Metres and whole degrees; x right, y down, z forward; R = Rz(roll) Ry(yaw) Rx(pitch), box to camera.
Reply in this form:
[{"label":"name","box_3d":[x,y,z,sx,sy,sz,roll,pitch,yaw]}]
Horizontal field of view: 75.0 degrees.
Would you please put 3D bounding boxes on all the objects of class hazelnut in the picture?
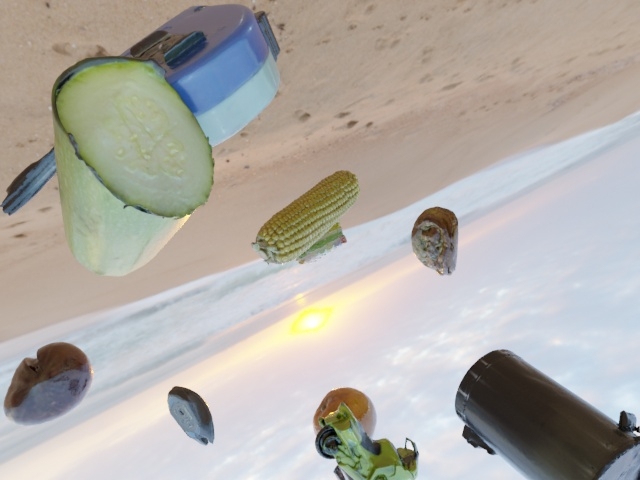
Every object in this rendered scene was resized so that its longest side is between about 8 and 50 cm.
[{"label":"hazelnut","box_3d":[-0.671,0.358,1.030,0.204,0.178,0.178,-40,178,-24]}]

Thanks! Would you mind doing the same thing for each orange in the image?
[{"label":"orange","box_3d":[0.102,0.712,1.645,0.261,0.261,0.261,-27,172,-4]}]

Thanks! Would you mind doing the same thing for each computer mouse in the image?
[{"label":"computer mouse","box_3d":[-0.249,0.342,0.826,0.079,0.135,0.047,-39,174,36]}]

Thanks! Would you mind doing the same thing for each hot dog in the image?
[{"label":"hot dog","box_3d":[0.437,0.016,1.567,0.122,0.272,0.196,-24,-144,-29]}]

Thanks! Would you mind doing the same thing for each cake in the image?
[{"label":"cake","box_3d":[-0.015,0.003,1.457,0.090,0.110,0.225,-11,163,-46]}]

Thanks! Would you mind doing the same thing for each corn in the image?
[{"label":"corn","box_3d":[-0.028,-0.068,1.219,0.387,0.144,0.144,-38,178,-26]}]

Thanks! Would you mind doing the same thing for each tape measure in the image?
[{"label":"tape measure","box_3d":[-0.201,-0.143,0.465,0.351,0.215,0.098,-50,138,-19]}]

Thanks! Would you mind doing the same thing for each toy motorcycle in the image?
[{"label":"toy motorcycle","box_3d":[0.149,0.600,1.167,0.206,0.342,0.142,-46,-175,-19]}]

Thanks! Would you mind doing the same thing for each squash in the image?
[{"label":"squash","box_3d":[-0.190,-0.018,0.415,0.137,0.137,0.287,-21,159,-41]}]

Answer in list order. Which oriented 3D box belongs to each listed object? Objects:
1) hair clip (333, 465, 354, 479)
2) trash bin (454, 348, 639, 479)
[{"label":"hair clip","box_3d":[0.157,0.806,1.225,0.085,0.331,0.101,-15,151,-39]},{"label":"trash bin","box_3d":[0.452,0.388,0.845,0.202,0.252,0.301,22,-174,-31]}]
